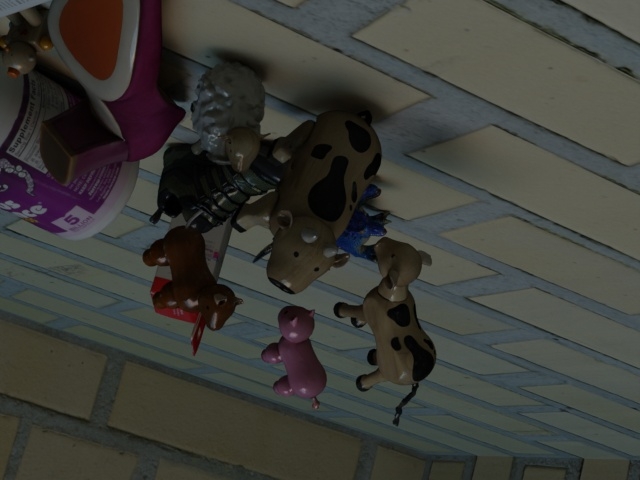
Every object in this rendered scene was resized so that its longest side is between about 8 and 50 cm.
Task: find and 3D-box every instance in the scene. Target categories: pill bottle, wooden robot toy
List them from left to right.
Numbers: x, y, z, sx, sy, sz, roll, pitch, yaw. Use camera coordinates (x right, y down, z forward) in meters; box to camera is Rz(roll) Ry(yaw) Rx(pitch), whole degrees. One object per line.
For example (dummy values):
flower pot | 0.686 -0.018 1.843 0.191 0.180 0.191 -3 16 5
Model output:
pill bottle | -0.373 -0.126 1.567 0.169 0.169 0.301 1 159 41
wooden robot toy | -0.325 -0.212 1.386 0.173 0.079 0.076 5 162 29

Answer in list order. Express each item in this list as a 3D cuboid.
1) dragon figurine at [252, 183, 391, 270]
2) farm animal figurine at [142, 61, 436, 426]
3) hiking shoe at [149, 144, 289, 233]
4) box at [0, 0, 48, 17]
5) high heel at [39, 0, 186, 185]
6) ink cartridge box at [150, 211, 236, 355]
dragon figurine | -0.007 -0.024 1.734 0.289 0.085 0.144 0 159 41
farm animal figurine | 0.000 0.000 1.391 0.330 0.327 0.172 20 159 -28
hiking shoe | -0.119 -0.059 1.663 0.226 0.114 0.086 0 159 42
box | -0.355 -0.246 1.226 0.244 0.060 0.100 -11 153 28
high heel | -0.186 -0.198 1.368 0.127 0.181 0.377 54 149 7
ink cartridge box | -0.177 0.031 1.813 0.078 0.231 0.134 15 164 0
